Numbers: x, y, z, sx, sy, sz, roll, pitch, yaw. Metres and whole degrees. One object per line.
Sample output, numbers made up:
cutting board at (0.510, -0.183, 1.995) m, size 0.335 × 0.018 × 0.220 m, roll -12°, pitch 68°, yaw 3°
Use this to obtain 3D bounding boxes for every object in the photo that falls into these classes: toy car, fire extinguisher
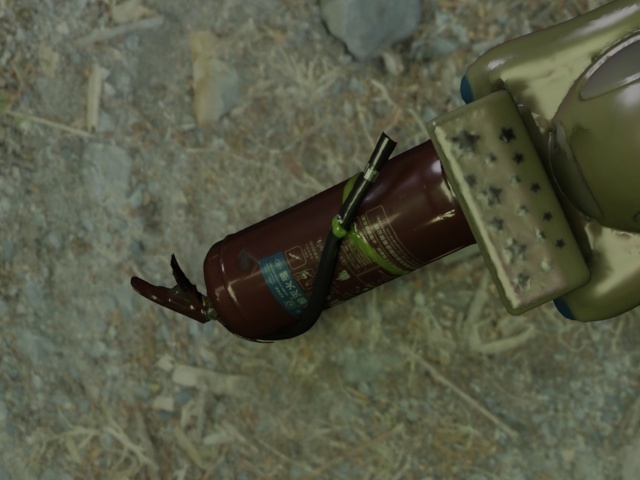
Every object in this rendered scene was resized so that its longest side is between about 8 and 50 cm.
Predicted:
toy car at (0.276, -0.092, 1.465) m, size 0.336 × 0.226 × 0.242 m, roll -24°, pitch 88°, yaw 27°
fire extinguisher at (0.000, 0.000, 1.670) m, size 0.341 × 0.105 × 0.141 m, roll -25°, pitch 122°, yaw 26°
